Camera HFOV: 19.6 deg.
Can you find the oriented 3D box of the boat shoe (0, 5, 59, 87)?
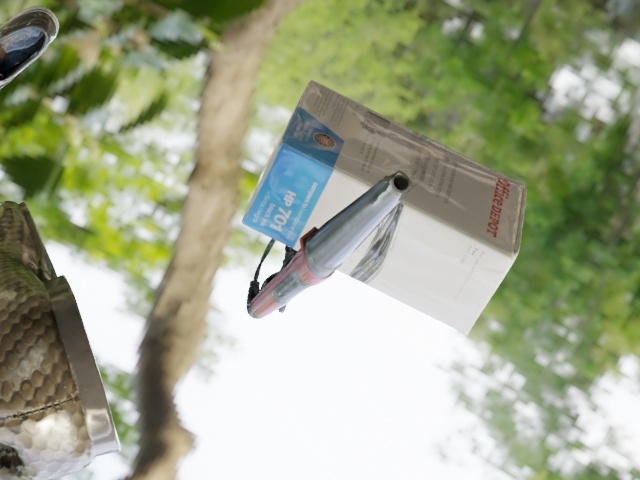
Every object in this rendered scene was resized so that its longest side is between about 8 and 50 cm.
[{"bbox_3d":[-0.290,-0.155,1.623,0.049,0.142,0.040,48,-163,-20],"label":"boat shoe"}]

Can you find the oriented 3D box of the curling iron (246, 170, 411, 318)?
[{"bbox_3d":[0.000,0.000,1.311,0.035,0.068,0.274,22,158,-12],"label":"curling iron"}]

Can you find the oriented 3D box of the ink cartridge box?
[{"bbox_3d":[0.051,-0.028,1.404,0.190,0.082,0.140,28,-154,-3],"label":"ink cartridge box"}]

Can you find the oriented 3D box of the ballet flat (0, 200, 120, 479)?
[{"bbox_3d":[-0.114,0.037,0.650,0.058,0.084,0.250,-19,-169,-10],"label":"ballet flat"}]
